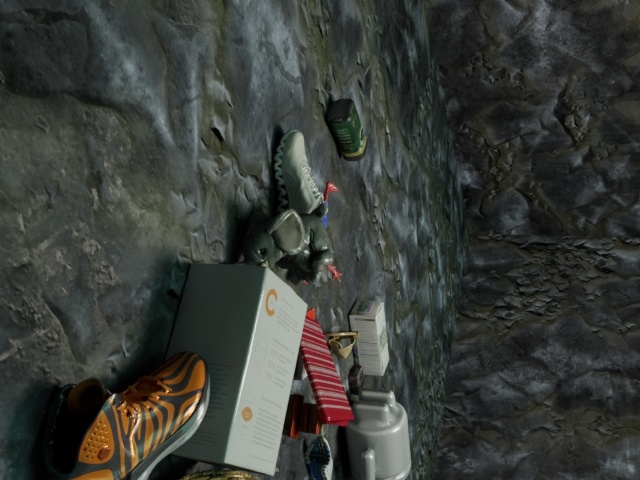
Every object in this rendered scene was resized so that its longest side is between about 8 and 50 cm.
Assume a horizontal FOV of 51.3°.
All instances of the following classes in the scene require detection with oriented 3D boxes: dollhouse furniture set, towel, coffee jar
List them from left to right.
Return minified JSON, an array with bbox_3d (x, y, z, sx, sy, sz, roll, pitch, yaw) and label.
[{"bbox_3d":[-0.096,0.378,1.481,0.259,0.135,0.261,42,53,-63],"label":"dollhouse furniture set"},{"bbox_3d":[-0.003,0.307,1.590,0.274,0.031,0.199,69,12,22],"label":"towel"},{"bbox_3d":[0.082,-0.319,1.953,0.184,0.079,0.096,63,33,-50],"label":"coffee jar"}]

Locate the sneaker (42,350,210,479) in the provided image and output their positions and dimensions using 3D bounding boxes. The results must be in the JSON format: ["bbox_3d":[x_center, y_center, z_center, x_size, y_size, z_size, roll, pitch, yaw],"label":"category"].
[{"bbox_3d":[-0.282,0.249,1.004,0.321,0.125,0.180,-58,144,-47],"label":"sneaker"}]

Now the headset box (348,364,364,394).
[{"bbox_3d":[0.117,0.450,2.168,0.062,0.032,0.083,-53,141,-56],"label":"headset box"}]

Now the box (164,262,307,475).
[{"bbox_3d":[-0.165,0.241,1.252,0.215,0.168,0.345,51,45,-58],"label":"box"}]

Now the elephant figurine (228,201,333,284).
[{"bbox_3d":[-0.095,0.001,1.441,0.239,0.169,0.186,21,36,-41],"label":"elephant figurine"}]

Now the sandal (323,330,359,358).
[{"bbox_3d":[0.071,0.309,1.967,0.240,0.088,0.079,21,66,-73],"label":"sandal"}]

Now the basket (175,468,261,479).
[{"bbox_3d":[-0.202,0.555,1.171,0.223,0.213,0.299,-61,150,6],"label":"basket"}]

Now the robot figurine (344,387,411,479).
[{"bbox_3d":[0.183,0.645,2.124,0.300,0.200,0.353,-44,132,-59],"label":"robot figurine"}]

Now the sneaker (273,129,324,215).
[{"bbox_3d":[-0.046,-0.120,1.599,0.110,0.118,0.292,-3,93,-67],"label":"sneaker"}]

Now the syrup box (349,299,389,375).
[{"bbox_3d":[0.161,0.320,2.183,0.093,0.096,0.236,-56,141,-57],"label":"syrup box"}]

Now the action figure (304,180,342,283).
[{"bbox_3d":[0.000,0.000,1.748,0.139,0.092,0.280,47,48,-47],"label":"action figure"}]

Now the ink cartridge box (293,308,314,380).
[{"bbox_3d":[-0.033,0.272,1.761,0.179,0.045,0.145,-22,113,-64],"label":"ink cartridge box"}]

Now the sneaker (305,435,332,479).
[{"bbox_3d":[0.001,0.607,1.858,0.083,0.071,0.190,-65,158,-57],"label":"sneaker"}]
